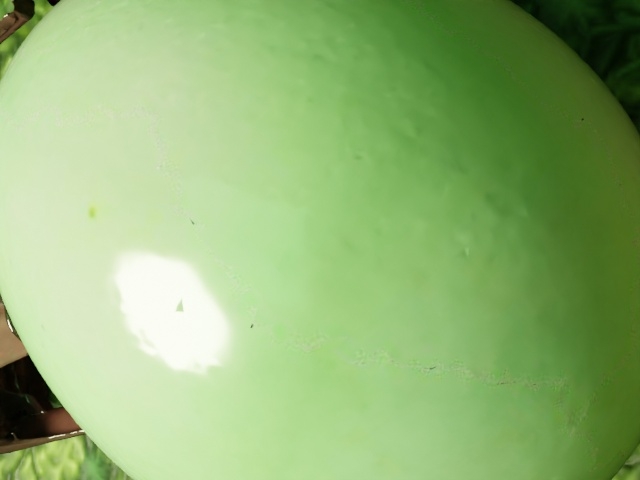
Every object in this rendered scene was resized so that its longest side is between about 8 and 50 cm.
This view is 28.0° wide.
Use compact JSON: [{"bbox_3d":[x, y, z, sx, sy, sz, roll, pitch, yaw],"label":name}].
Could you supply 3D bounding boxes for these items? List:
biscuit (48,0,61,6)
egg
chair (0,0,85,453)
[{"bbox_3d":[-0.127,-0.168,0.705,0.087,0.027,0.089,22,99,34],"label":"biscuit"},{"bbox_3d":[0.000,0.000,0.477,0.269,0.220,0.220,34,107,10],"label":"egg"},{"bbox_3d":[-0.224,0.028,0.671,0.326,0.175,0.183,-22,66,29],"label":"chair"}]
